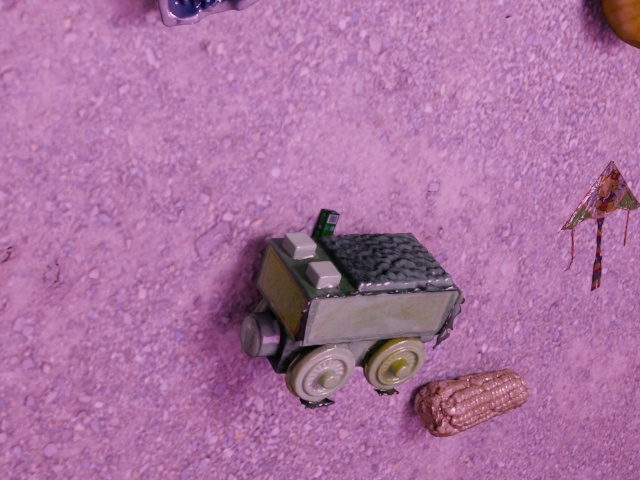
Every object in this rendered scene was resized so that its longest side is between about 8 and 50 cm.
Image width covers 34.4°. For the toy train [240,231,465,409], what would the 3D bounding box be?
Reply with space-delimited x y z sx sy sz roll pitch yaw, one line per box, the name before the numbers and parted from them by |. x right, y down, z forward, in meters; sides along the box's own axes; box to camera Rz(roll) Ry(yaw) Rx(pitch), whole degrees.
toy train | 0.036 0.090 1.299 0.271 0.159 0.188 -2 126 -30

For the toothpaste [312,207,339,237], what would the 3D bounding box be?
toothpaste | 0.000 0.000 1.330 0.020 0.017 0.083 6 110 -42

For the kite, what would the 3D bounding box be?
kite | 0.458 -0.018 1.692 0.198 0.006 0.244 -19 125 -30

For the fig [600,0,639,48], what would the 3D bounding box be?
fig | 0.455 -0.334 1.432 0.136 0.121 0.153 -32 131 -15

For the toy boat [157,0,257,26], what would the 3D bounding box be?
toy boat | -0.046 -0.305 0.968 0.309 0.142 0.129 -37 133 25

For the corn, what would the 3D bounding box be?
corn | 0.236 0.246 1.618 0.211 0.087 0.087 -10 120 -42
